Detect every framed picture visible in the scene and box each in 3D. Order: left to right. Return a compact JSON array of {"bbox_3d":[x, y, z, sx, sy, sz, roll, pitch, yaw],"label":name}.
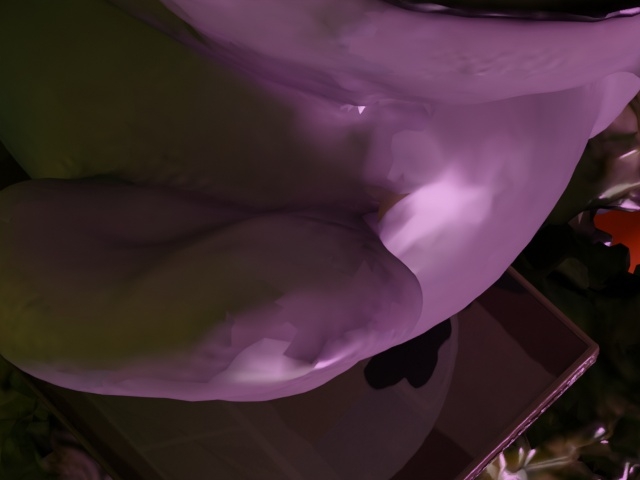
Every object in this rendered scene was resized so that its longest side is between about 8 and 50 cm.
[{"bbox_3d":[-0.031,0.014,0.569,0.136,0.201,0.010,-42,159,-11],"label":"framed picture"}]

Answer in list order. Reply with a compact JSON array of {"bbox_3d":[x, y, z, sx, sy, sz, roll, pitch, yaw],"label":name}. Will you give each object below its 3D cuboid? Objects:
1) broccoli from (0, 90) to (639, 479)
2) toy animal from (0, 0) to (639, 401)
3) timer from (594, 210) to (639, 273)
[{"bbox_3d":[0.011,0.015,0.743,0.317,0.338,0.277,-62,-157,13],"label":"broccoli"},{"bbox_3d":[0.022,-0.068,0.432,0.249,0.174,0.289,-40,177,-1],"label":"toy animal"},{"bbox_3d":[0.055,-0.020,1.084,0.250,0.257,0.161,-38,171,-4],"label":"timer"}]
